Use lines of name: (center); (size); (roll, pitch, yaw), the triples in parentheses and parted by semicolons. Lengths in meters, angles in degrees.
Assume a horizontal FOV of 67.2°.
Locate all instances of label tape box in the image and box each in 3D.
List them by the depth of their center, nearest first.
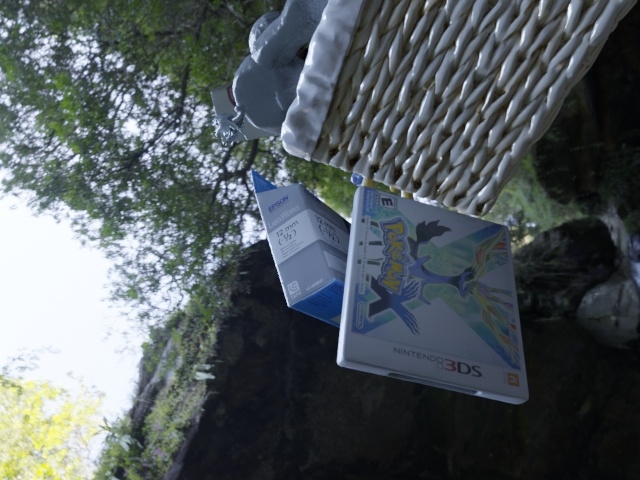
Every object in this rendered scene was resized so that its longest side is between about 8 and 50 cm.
label tape box: (0.000, 0.000, 1.020); (0.249, 0.115, 0.347); (33, -148, -51)

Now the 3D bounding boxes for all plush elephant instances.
plush elephant: (-0.035, -0.303, 0.943); (0.271, 0.330, 0.255); (62, -142, -16)

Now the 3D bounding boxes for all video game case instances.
video game case: (0.188, 0.077, 0.800); (0.300, 0.036, 0.329); (14, -125, -9)

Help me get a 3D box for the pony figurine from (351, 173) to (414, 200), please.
pony figurine: (0.219, -0.320, 1.506); (0.303, 0.351, 0.363); (3, -69, -42)

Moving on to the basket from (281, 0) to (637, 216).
basket: (0.151, -0.254, 0.592); (0.266, 0.331, 0.328); (24, -144, -1)

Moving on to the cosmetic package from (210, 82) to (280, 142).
cosmetic package: (-0.093, -0.331, 1.168); (0.153, 0.296, 0.129); (-79, -19, -64)
